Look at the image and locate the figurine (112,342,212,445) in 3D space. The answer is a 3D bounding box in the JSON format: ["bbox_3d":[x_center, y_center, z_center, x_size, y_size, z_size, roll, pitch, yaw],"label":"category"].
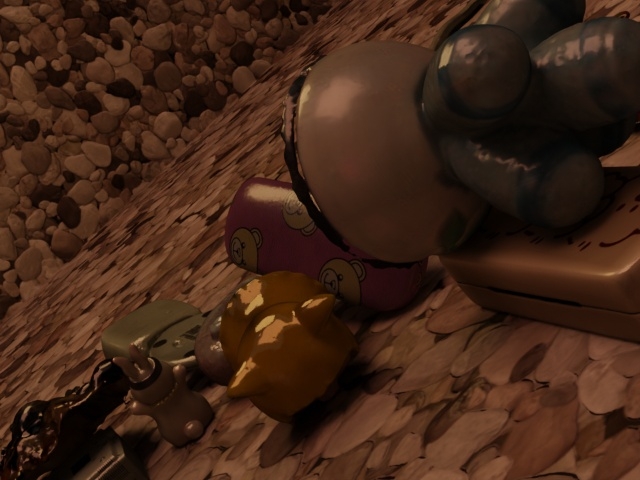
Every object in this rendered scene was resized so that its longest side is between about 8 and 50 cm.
[{"bbox_3d":[-0.210,0.189,1.442,0.081,0.146,0.098,-49,16,-27],"label":"figurine"}]

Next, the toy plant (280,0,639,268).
[{"bbox_3d":[0.155,-0.117,1.033,0.332,0.247,0.247,-20,24,42],"label":"toy plant"}]

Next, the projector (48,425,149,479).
[{"bbox_3d":[-0.287,0.302,1.468,0.115,0.061,0.147,-41,16,-10],"label":"projector"}]

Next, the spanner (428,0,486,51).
[{"bbox_3d":[0.207,-0.300,1.945,0.325,0.095,0.040,-48,17,-29],"label":"spanner"}]

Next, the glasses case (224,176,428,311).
[{"bbox_3d":[0.000,0.000,1.395,0.316,0.076,0.123,14,92,42],"label":"glasses case"}]

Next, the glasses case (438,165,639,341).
[{"bbox_3d":[0.237,0.004,1.038,0.144,0.076,0.336,-44,15,-13],"label":"glasses case"}]

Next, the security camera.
[{"bbox_3d":[-0.202,0.152,1.674,0.157,0.080,0.301,-31,20,-31],"label":"security camera"}]

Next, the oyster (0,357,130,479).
[{"bbox_3d":[-0.359,0.255,1.583,0.221,0.096,0.361,-35,-4,-19],"label":"oyster"}]

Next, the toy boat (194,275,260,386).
[{"bbox_3d":[-0.089,0.095,1.488,0.155,0.085,0.227,-14,26,28],"label":"toy boat"}]

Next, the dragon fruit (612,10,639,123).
[{"bbox_3d":[0.362,-0.184,1.240,0.175,0.138,0.142,-16,43,9],"label":"dragon fruit"}]

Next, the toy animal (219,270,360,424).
[{"bbox_3d":[-0.039,0.109,1.280,0.156,0.156,0.230,-40,12,-2],"label":"toy animal"}]
